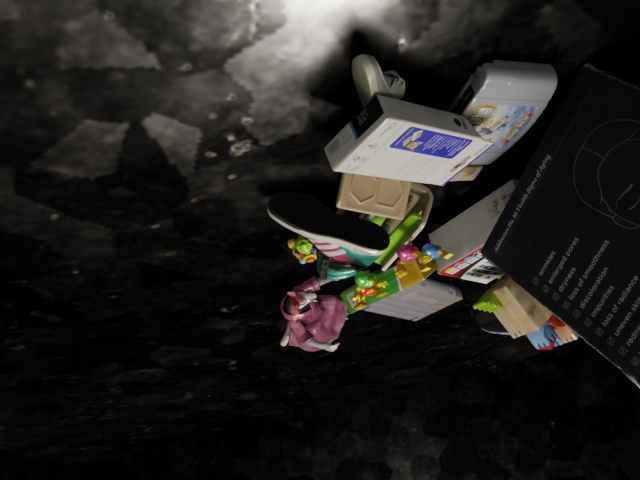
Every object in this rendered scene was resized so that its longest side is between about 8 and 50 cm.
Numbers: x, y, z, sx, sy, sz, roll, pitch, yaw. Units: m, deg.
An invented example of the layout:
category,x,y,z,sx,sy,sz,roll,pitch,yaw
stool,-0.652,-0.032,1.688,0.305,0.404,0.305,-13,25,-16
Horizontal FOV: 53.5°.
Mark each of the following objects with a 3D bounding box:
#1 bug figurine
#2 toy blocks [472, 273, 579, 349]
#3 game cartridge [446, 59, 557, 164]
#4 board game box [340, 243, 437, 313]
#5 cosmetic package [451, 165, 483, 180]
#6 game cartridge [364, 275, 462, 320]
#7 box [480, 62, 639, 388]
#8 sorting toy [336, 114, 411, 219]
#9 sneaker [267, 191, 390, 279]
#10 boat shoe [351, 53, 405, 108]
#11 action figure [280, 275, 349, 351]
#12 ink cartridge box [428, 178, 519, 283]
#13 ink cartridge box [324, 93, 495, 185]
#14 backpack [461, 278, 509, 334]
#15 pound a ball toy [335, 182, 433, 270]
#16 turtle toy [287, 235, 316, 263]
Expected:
category,x,y,z,sx,sy,sz,roll,pitch,yaw
bug figurine,0.176,0.070,1.530,0.279,0.072,0.216,-31,164,14
toy blocks,0.630,0.173,1.765,0.381,0.261,0.191,-35,177,-36
game cartridge,0.362,-0.261,1.362,0.198,0.062,0.297,1,150,-19
board game box,0.225,0.095,1.817,0.242,0.064,0.316,-28,177,27
cosmetic package,0.323,-0.174,1.521,0.115,0.041,0.060,-5,152,-17
game cartridge,0.314,0.196,2.213,0.230,0.068,0.355,-36,146,30
box,0.666,-0.035,1.296,0.298,0.472,0.479,6,118,-36
sorting toy,0.122,-0.151,1.355,0.208,0.192,0.038,8,-175,-40
sneaker,0.000,0.000,1.524,0.296,0.123,0.178,22,140,-4
boat shoe,0.118,-0.282,1.196,0.081,0.079,0.227,-31,153,1
action figure,-0.045,0.210,1.988,0.276,0.248,0.370,6,162,24
ink cartridge box,0.504,-0.009,1.716,0.272,0.130,0.309,12,146,-34
ink cartridge box,0.184,-0.190,1.263,0.333,0.065,0.165,4,146,-41
backpack,0.606,0.175,2.071,0.273,0.290,0.355,-21,170,-29
pound a ball toy,0.136,-0.075,1.564,0.208,0.135,0.319,23,149,-4
turtle toy,-0.036,0.020,1.699,0.095,0.066,0.130,-17,153,6
